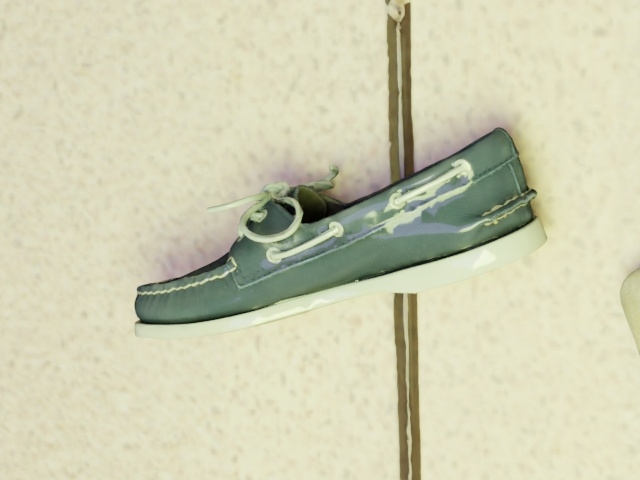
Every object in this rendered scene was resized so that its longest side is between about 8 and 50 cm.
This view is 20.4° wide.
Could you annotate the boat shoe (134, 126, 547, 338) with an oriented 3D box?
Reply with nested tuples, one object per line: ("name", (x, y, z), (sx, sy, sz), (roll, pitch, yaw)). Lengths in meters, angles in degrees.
("boat shoe", (0.000, 0.000, 1.014), (0.254, 0.095, 0.079), (-15, 97, 27))

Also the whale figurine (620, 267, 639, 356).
("whale figurine", (0.280, 0.052, 0.890), (0.272, 0.141, 0.216), (-6, 100, 52))
